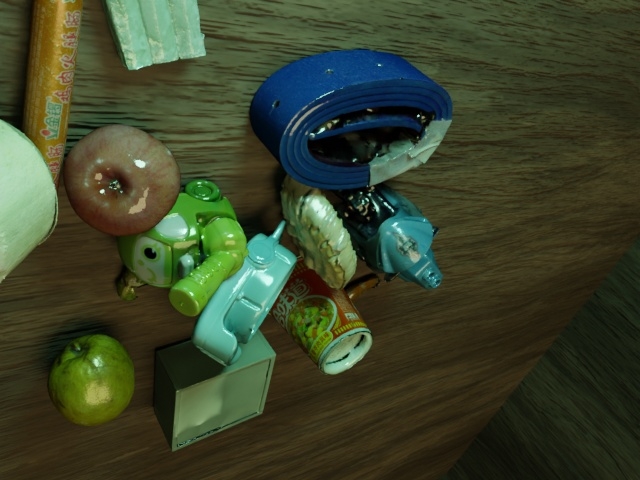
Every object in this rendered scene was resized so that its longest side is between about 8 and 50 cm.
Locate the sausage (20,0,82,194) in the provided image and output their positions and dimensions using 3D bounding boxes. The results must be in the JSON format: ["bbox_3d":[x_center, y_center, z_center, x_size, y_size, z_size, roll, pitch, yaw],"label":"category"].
[{"bbox_3d":[-0.335,-0.168,0.718,0.053,0.053,0.347,-5,133,-38],"label":"sausage"}]

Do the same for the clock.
[{"bbox_3d":[-0.126,0.094,1.069,0.274,0.094,0.223,-57,178,-14],"label":"clock"}]

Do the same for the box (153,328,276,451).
[{"bbox_3d":[-0.236,0.311,1.283,0.225,0.117,0.225,-15,138,-31],"label":"box"}]

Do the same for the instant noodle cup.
[{"bbox_3d":[0.000,0.164,1.248,0.193,0.212,0.193,-24,142,-21],"label":"instant noodle cup"}]

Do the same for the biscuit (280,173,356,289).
[{"bbox_3d":[0.000,0.000,1.095,0.084,0.179,0.281,-32,144,-11],"label":"biscuit"}]

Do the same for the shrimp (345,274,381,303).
[{"bbox_3d":[0.091,0.159,1.479,0.166,0.049,0.161,-41,144,-11],"label":"shrimp"}]

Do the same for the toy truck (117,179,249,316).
[{"bbox_3d":[-0.199,0.010,0.925,0.187,0.211,0.148,-30,146,-42],"label":"toy truck"}]

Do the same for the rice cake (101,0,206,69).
[{"bbox_3d":[-0.204,-0.310,0.691,0.124,0.038,0.211,-21,140,-25],"label":"rice cake"}]

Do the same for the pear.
[{"bbox_3d":[-0.402,0.243,1.030,0.149,0.149,0.162,-19,132,-26],"label":"pear"}]

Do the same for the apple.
[{"bbox_3d":[-0.269,-0.080,0.795,0.154,0.120,0.153,-3,106,-11],"label":"apple"}]

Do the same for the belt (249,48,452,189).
[{"bbox_3d":[0.059,-0.199,0.984,0.347,0.117,0.212,-12,135,-33],"label":"belt"}]

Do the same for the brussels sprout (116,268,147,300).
[{"bbox_3d":[-0.319,0.072,1.003,0.051,0.046,0.083,23,113,-45],"label":"brussels sprout"}]

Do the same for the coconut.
[{"bbox_3d":[-0.414,-0.035,0.626,0.224,0.224,0.234,-62,174,29],"label":"coconut"}]

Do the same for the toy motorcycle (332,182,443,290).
[{"bbox_3d":[0.155,0.009,1.200,0.172,0.232,0.416,-44,145,1],"label":"toy motorcycle"}]
